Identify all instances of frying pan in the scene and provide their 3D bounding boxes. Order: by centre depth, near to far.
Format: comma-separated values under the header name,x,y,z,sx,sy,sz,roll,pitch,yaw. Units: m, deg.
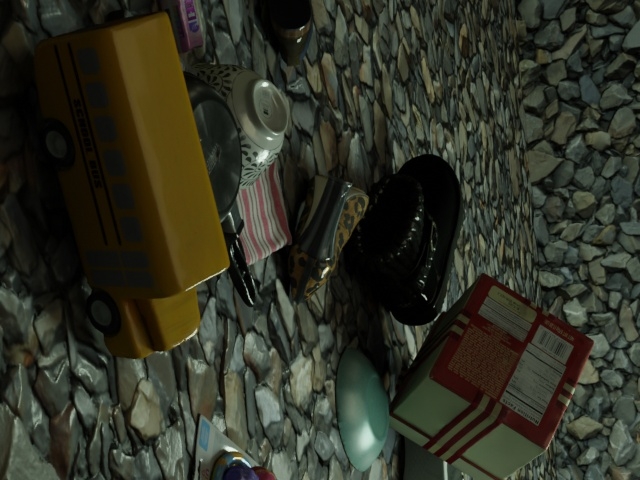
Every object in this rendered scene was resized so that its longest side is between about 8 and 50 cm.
name,x,y,z,sx,sy,sz,roll,pitch,yaw
frying pan,-0.132,-0.035,1.572,0.197,0.053,0.326,-43,126,-57

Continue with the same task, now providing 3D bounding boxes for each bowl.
name,x,y,z,sx,sy,sz,roll,pitch,yaw
bowl,-0.093,-0.155,1.701,0.170,0.080,0.170,33,48,-47

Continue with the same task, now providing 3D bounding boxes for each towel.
name,x,y,z,sx,sy,sz,roll,pitch,yaw
towel,-0.082,-0.048,1.824,0.197,0.029,0.144,-26,108,-69

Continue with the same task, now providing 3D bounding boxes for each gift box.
name,x,y,z,sx,sy,sz,roll,pitch,yaw
gift box,0.283,0.229,2.225,0.276,0.255,0.258,-53,178,-31

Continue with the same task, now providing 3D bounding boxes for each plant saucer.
name,x,y,z,sx,sy,sz,roll,pitch,yaw
plant saucer,0.074,0.262,2.126,0.195,0.037,0.195,-8,90,-70

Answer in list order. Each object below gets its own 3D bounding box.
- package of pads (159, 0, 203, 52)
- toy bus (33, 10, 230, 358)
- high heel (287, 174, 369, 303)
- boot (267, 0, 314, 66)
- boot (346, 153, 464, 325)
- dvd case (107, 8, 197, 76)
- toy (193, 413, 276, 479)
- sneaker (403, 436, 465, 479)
name,x,y,z,sx,sy,sz,roll,pitch,yaw
package of pads,-0.171,-0.271,1.659,0.050,0.032,0.083,-44,124,-69
toy bus,-0.183,-0.051,1.357,0.108,0.130,0.333,-28,111,-47
high heel,0.000,0.000,2.016,0.261,0.093,0.186,12,99,-86
boot,-0.049,-0.364,2.008,0.106,0.082,0.219,92,-2,-59
boot,0.147,-0.053,2.309,0.260,0.131,0.348,55,33,-52
dvd case,-0.192,-0.117,1.544,0.179,0.029,0.239,39,46,-62
toy,-0.081,0.318,1.648,0.237,0.056,0.137,56,31,-51
sneaker,0.209,0.377,2.373,0.147,0.104,0.296,61,33,-51
